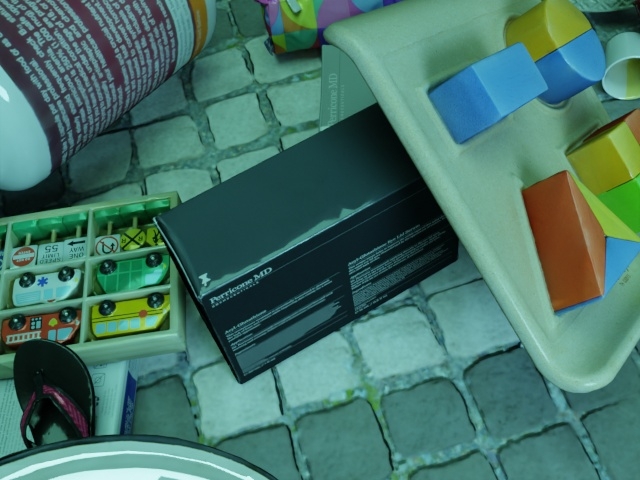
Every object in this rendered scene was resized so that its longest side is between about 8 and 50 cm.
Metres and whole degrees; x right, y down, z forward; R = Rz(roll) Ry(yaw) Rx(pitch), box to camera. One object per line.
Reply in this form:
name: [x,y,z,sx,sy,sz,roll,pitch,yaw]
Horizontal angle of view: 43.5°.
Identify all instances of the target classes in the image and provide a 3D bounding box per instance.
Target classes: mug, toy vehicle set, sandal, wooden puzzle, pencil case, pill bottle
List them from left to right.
pill bottle: [-0.314,-0.196,0.853,0.224,0.224,0.392,28,56,21]
toy vehicle set: [-0.266,0.047,0.790,0.267,0.035,0.165,-9,57,2]
sandal: [-0.228,0.169,0.698,0.067,0.040,0.179,-17,78,3]
pencil case: [0.038,-0.289,0.979,0.237,0.104,0.104,-10,59,-1]
wooden puzzle: [0.202,-0.089,0.700,0.322,0.080,0.347,-33,88,-46]
mug: [0.357,-0.201,0.924,0.062,0.078,0.064,-20,43,32]

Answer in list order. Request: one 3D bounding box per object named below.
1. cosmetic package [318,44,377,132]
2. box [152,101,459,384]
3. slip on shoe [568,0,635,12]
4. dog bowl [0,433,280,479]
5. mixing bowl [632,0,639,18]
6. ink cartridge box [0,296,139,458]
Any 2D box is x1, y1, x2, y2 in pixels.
cosmetic package: [0.117,-0.142,0.880,0.238,0.107,0.127,-1,62,2]
box: [0.000,0.000,0.758,0.261,0.184,0.103,-29,61,-12]
slip on shoe: [0.269,-0.363,0.986,0.332,0.123,0.101,17,54,25]
dog bowl: [-0.150,0.332,0.496,0.408,0.150,0.407,9,71,-28]
mixing bowl: [0.443,-0.230,0.878,0.182,0.181,0.098,-9,97,1]
ink cartridge box: [-0.291,0.121,0.796,0.224,0.045,0.223,-3,58,6]
